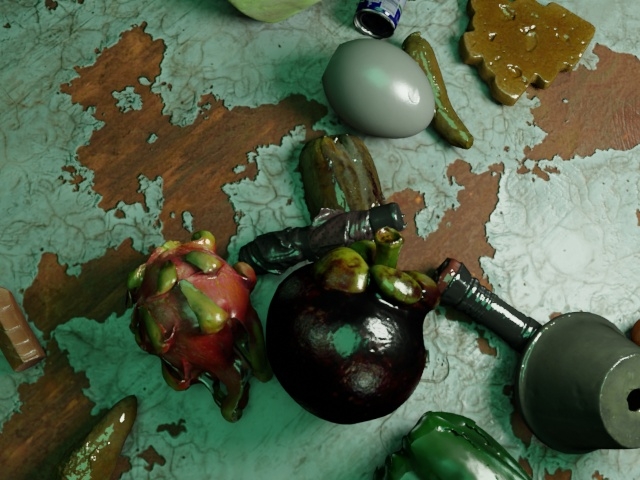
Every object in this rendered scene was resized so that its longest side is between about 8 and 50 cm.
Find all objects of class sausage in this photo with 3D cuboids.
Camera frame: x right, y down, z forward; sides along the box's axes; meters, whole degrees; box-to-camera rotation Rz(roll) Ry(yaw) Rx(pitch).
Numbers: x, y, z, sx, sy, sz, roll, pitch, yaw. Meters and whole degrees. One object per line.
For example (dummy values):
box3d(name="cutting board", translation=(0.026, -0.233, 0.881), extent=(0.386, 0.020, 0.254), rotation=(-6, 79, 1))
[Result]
box3d(name="sausage", translation=(-0.574, 0.156, 1.184), extent=(0.065, 0.065, 0.169), rotation=(-32, 80, -9))

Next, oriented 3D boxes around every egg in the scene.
box3d(name="egg", translation=(0.118, -0.295, 1.267), extent=(0.232, 0.176, 0.176), rotation=(30, 77, -6))

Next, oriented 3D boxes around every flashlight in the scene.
box3d(name="flashlight", translation=(0.319, 0.129, 1.230), extent=(0.232, 0.093, 0.093), rotation=(34, 78, 0))

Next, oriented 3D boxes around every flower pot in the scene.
box3d(name="flower pot", translation=(0.500, 0.263, 1.131), extent=(0.269, 0.166, 0.269), rotation=(1, 88, -14))

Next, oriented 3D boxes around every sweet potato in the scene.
box3d(name="sweet potato", translation=(0.235, -0.302, 1.329), extent=(0.075, 0.075, 0.273), rotation=(-22, 82, -8))
box3d(name="sweet potato", translation=(-0.415, 0.430, 1.117), extent=(0.114, 0.092, 0.341), rotation=(19, 76, -24))

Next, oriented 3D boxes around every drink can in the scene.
box3d(name="drink can", translation=(0.151, -0.554, 1.370), extent=(0.097, 0.097, 0.235), rotation=(19, 77, 2))

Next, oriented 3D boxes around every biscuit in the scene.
box3d(name="biscuit", translation=(0.447, -0.421, 1.380), extent=(0.301, 0.043, 0.278), rotation=(-6, 75, -6))

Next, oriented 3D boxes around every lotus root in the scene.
box3d(name="lotus root", translation=(0.056, -0.066, 1.261), extent=(0.167, 0.078, 0.329), rotation=(-18, 78, -5))

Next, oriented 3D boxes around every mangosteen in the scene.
box3d(name="mangosteen", translation=(0.061, 0.156, 1.103), extent=(0.313, 0.297, 0.297), rotation=(-31, 80, -12))

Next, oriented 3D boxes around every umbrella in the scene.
box3d(name="umbrella", translation=(0.000, 0.000, 1.189), extent=(0.326, 0.090, 0.094), rotation=(-15, 65, 18))

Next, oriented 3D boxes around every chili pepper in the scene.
box3d(name="chili pepper", translation=(0.224, 0.428, 1.081), extent=(0.248, 0.233, 0.257), rotation=(-43, 76, -15))

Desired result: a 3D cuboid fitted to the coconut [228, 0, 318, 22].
box3d(name="coconut", translation=(-0.101, -0.603, 1.285), extent=(0.328, 0.281, 0.328), rotation=(6, 100, 35))

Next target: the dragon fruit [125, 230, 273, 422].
box3d(name="dragon fruit", translation=(-0.206, 0.147, 1.141), extent=(0.227, 0.243, 0.307), rotation=(-26, 118, -27))

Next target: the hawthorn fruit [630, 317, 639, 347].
box3d(name="hawthorn fruit", translation=(0.657, 0.180, 1.211), extent=(0.125, 0.125, 0.140), rotation=(1, 97, -3))
